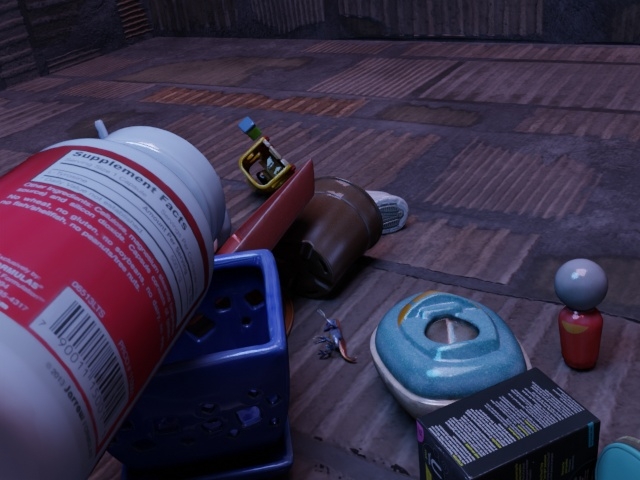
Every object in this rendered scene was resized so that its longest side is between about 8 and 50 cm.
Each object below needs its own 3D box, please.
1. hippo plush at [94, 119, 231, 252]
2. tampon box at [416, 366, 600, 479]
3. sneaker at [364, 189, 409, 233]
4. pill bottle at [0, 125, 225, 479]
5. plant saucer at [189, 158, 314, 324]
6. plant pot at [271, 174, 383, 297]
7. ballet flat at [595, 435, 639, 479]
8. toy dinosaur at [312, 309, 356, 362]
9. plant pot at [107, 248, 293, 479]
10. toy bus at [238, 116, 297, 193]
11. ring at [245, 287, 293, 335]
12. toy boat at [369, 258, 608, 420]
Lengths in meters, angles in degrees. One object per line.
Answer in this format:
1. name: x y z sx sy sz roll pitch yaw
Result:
1. hippo plush: -0.296 -0.033 1.311 0.294 0.234 0.236 24 -7 11
2. tampon box: 0.197 0.233 0.753 0.161 0.120 0.101 -17 30 -18
3. sneaker: 0.047 -0.052 1.382 0.232 0.090 0.115 -3 20 -11
4. pill bottle: -0.237 0.046 0.651 0.229 0.228 0.407 1 30 15
5. plant saucer: -0.120 0.014 1.105 0.259 0.048 0.258 -40 10 43
6. plant pot: 0.000 0.000 1.212 0.167 0.166 0.165 8 38 27
7. ballet flat: 0.357 0.311 0.597 0.123 0.123 0.348 -9 27 -4
8. toy dinosaur: 0.020 0.148 1.067 0.090 0.047 0.082 35 29 7
9. plant pot: -0.149 0.168 0.865 0.236 0.212 0.236 -10 27 -4
10. toy bus: -0.120 -0.155 1.572 0.104 0.202 0.191 -42 41 0
11. ring: -0.211 0.131 1.142 0.337 0.032 0.336 -6 27 3
12. toy boat: 0.223 0.116 0.923 0.319 0.148 0.267 -10 20 -9
